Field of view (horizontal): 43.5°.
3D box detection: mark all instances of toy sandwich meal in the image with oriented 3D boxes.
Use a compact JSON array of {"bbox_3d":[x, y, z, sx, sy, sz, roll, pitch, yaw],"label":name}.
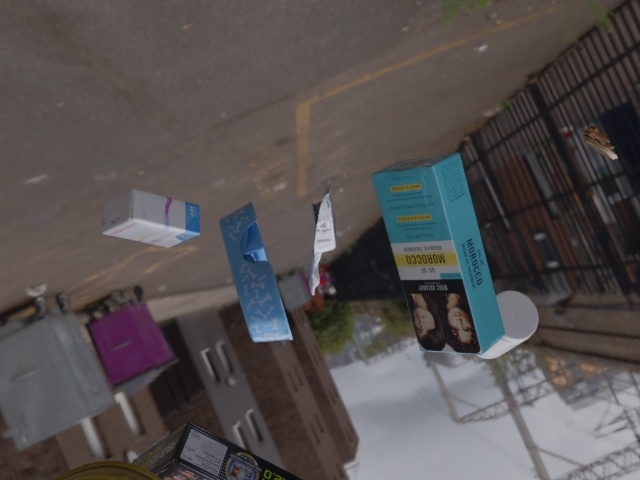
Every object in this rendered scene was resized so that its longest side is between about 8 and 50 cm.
[{"bbox_3d":[0.534,-0.186,1.526,0.029,0.085,0.085,-55,171,9],"label":"toy sandwich meal"}]

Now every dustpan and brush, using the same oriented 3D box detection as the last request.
[{"bbox_3d":[0.000,0.000,1.538,0.060,0.211,0.147,-5,-171,3],"label":"dustpan and brush"}]

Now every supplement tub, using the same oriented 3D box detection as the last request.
[{"bbox_3d":[0.242,0.116,1.089,0.071,0.071,0.107,-23,163,-18],"label":"supplement tub"}]

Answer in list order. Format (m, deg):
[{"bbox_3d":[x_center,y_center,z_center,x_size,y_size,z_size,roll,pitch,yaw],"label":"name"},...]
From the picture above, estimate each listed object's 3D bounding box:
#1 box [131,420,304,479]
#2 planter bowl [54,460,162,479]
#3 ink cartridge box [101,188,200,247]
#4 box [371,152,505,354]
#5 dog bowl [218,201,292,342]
[{"bbox_3d":[-0.120,0.364,1.123,0.216,0.270,0.060,-40,-157,47],"label":"box"},{"bbox_3d":[-0.242,0.333,0.816,0.217,0.217,0.090,-24,158,1],"label":"planter bowl"},{"bbox_3d":[-0.257,-0.032,1.216,0.088,0.052,0.122,-19,158,41],"label":"ink cartridge box"},{"bbox_3d":[0.147,0.019,1.004,0.100,0.244,0.060,-4,-162,45],"label":"box"},{"bbox_3d":[-0.125,0.062,1.497,0.074,0.297,0.166,-16,140,-4],"label":"dog bowl"}]
